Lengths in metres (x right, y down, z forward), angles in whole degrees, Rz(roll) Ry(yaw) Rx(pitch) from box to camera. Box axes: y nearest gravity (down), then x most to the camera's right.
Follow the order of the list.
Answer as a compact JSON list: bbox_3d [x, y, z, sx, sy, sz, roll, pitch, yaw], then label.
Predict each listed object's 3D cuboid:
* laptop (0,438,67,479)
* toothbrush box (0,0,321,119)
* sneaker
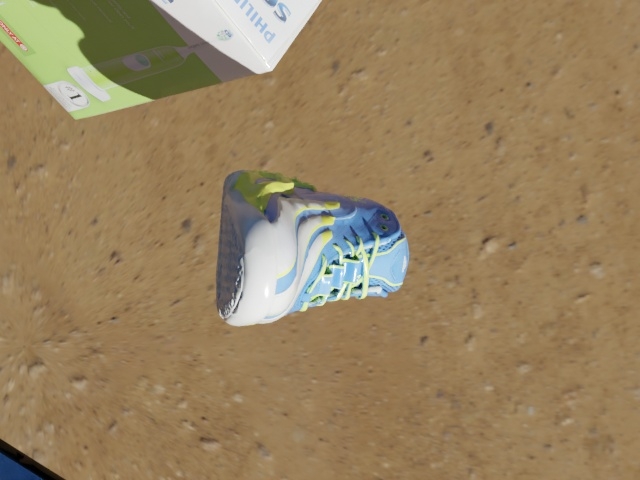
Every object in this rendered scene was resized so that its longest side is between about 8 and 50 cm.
[{"bbox_3d":[-0.300,0.177,0.832,0.234,0.264,0.136,25,73,22],"label":"laptop"},{"bbox_3d":[-0.160,-0.224,0.940,0.206,0.283,0.122,49,59,-27],"label":"toothbrush box"},{"bbox_3d":[0.000,0.000,0.740,0.126,0.240,0.091,4,101,-4],"label":"sneaker"}]
